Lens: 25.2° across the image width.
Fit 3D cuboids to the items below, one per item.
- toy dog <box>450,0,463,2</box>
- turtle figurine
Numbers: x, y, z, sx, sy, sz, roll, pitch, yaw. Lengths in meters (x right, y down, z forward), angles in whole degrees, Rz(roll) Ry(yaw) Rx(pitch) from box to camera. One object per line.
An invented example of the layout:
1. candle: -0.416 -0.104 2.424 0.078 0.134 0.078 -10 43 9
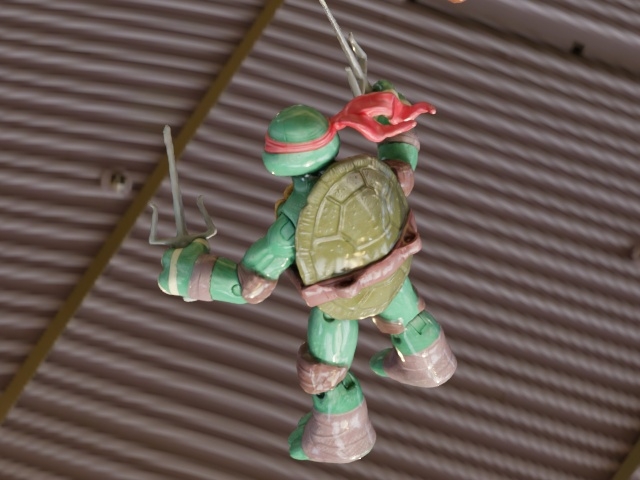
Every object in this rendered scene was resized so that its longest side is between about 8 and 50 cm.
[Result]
1. toy dog: 0.112 -0.212 0.589 0.220 0.161 0.333 41 -133 18
2. turtle figurine: 0.000 0.000 0.776 0.175 0.234 0.118 -27 -150 -15
